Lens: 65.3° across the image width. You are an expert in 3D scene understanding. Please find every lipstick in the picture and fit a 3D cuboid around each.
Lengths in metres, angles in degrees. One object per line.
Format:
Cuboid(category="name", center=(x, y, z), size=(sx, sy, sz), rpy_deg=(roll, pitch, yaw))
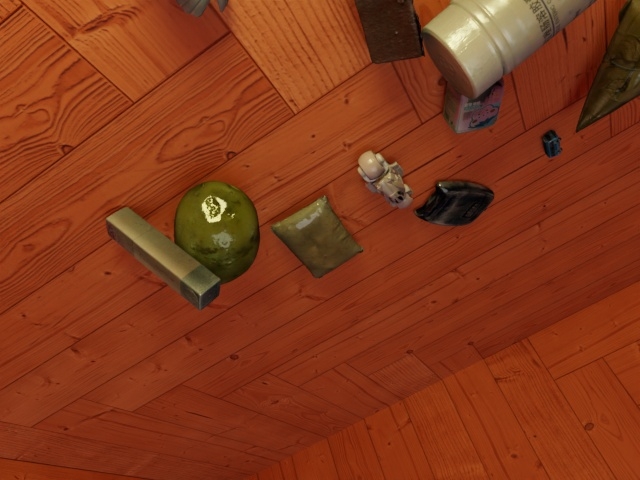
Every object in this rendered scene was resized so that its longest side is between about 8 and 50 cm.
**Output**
Cuboid(category="lipstick", center=(-0.373, 0.038, 1.176), size=(0.068, 0.317, 0.066), rpy_deg=(-41, 158, -38))

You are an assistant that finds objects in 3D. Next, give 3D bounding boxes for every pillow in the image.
Cuboid(category="pillow", center=(0.000, 0.000, 1.477), size=(0.184, 0.075, 0.302), rpy_deg=(-30, 138, 8))

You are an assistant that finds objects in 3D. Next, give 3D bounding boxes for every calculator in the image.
Cuboid(category="calculator", center=(0.433, -0.112, 1.576), size=(0.267, 0.040, 0.177), rpy_deg=(2, 138, -32))

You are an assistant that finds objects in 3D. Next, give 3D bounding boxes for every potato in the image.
Cuboid(category="potato", center=(-0.259, -0.009, 1.244), size=(0.215, 0.216, 0.305), rpy_deg=(1, 134, -25))

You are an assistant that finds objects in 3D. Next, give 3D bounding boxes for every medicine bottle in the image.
Cuboid(category="medicine bottle", center=(0.371, -0.363, 1.203), size=(0.119, 0.095, 0.188), rpy_deg=(-15, 141, -7))
Cuboid(category="medicine bottle", center=(0.382, -0.460, 0.999), size=(0.332, 0.190, 0.190), rpy_deg=(-40, 138, 14))

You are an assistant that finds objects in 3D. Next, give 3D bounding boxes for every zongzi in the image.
Cuboid(category="zongzi", center=(0.852, -0.440, 1.279), size=(0.322, 0.160, 0.361), rpy_deg=(-8, 139, -14))

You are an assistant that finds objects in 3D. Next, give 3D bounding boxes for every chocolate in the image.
Cuboid(category="chocolate", center=(0.112, -0.479, 0.938), size=(0.111, 0.112, 0.321), rpy_deg=(-13, 145, 16))

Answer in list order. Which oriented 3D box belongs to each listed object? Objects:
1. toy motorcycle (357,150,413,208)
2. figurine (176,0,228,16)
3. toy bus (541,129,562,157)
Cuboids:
Cuboid(category="toy motorcycle", center=(0.184, -0.151, 1.356), size=(0.112, 0.113, 0.254), rpy_deg=(-35, 141, 17))
Cuboid(category="figurine", center=(-0.211, -0.444, 0.874), size=(0.086, 0.082, 0.095), rpy_deg=(-5, 116, 5))
Cuboid(category="toy bus", center=(0.686, -0.286, 1.482), size=(0.045, 0.038, 0.083), rpy_deg=(-28, 141, 13))
